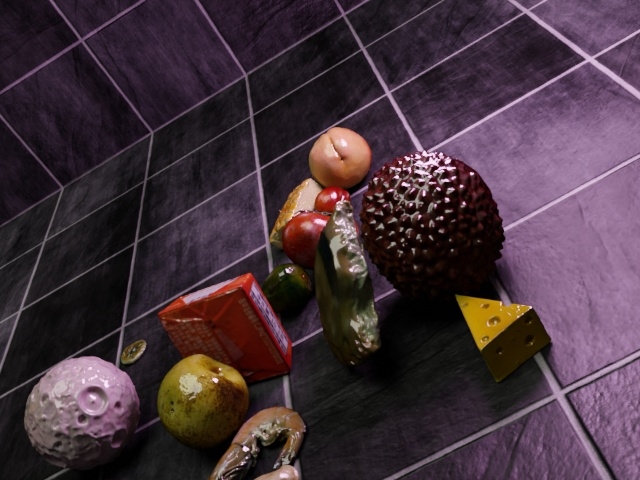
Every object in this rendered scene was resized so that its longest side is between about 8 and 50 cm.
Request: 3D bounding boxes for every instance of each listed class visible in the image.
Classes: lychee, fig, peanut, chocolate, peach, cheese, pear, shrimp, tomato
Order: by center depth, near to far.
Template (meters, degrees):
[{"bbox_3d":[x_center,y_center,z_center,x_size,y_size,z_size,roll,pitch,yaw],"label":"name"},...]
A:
[{"bbox_3d":[-0.110,0.485,1.481,0.082,0.082,0.187,7,48,51],"label":"peanut"},{"bbox_3d":[0.313,0.159,1.512,0.126,0.093,0.171,-39,28,-6],"label":"cheese"},{"bbox_3d":[-0.136,0.442,1.599,0.169,0.058,0.296,-3,38,41],"label":"shrimp"},{"bbox_3d":[0.221,-0.028,1.677,0.306,0.306,0.330,-17,40,30],"label":"lychee"},{"bbox_3d":[-0.251,0.347,1.717,0.197,0.197,0.197,-26,30,16],"label":"pear"},{"bbox_3d":[-0.204,0.208,1.837,0.235,0.237,0.108,-20,19,24],"label":"chocolate"},{"bbox_3d":[-0.101,0.134,1.977,0.177,0.117,0.117,-43,25,20],"label":"fig"},{"bbox_3d":[0.000,0.000,2.004,0.187,0.187,0.151,6,87,50],"label":"tomato"},{"bbox_3d":[0.031,-0.101,2.189,0.101,0.100,0.100,-26,30,16],"label":"peach"},{"bbox_3d":[0.056,-0.226,2.277,0.184,0.184,0.184,-26,30,16],"label":"peach"}]

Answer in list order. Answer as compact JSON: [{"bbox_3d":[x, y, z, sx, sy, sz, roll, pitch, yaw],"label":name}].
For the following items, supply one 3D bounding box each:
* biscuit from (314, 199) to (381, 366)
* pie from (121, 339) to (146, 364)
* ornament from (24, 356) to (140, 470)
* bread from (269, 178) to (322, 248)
[{"bbox_3d":[0.049,0.108,1.672,0.078,0.329,0.335,-5,32,-15],"label":"biscuit"},{"bbox_3d":[-0.508,0.304,2.219,0.084,0.021,0.084,-26,30,17],"label":"pie"},{"bbox_3d":[-0.545,0.395,1.874,0.225,0.259,0.259,-43,12,52],"label":"ornament"},{"bbox_3d":[-0.067,-0.074,2.240,0.125,0.068,0.188,-45,16,45],"label":"bread"}]
